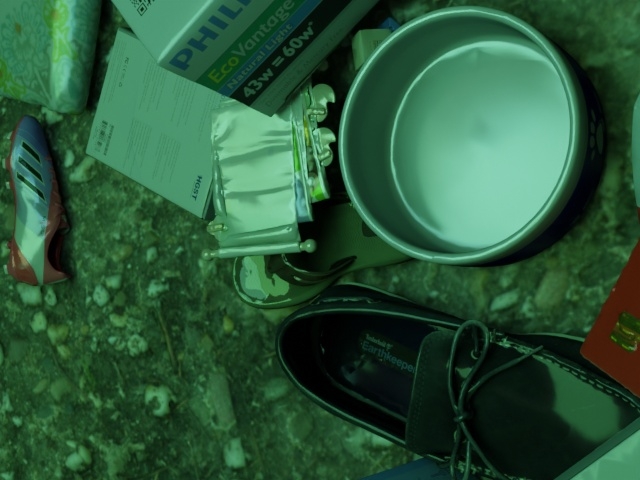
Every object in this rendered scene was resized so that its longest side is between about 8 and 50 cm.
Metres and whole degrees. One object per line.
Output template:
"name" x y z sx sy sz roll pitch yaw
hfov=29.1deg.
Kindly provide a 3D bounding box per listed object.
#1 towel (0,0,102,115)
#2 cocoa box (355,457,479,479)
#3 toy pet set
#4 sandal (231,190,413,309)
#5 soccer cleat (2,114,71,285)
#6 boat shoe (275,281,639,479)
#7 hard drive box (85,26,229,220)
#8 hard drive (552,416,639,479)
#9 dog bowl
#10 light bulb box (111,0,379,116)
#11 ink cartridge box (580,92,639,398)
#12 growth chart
"towel" -0.451 -0.373 1.792 0.374 0.090 0.320 18 107 36
"cocoa box" 0.133 0.429 1.284 0.347 0.231 0.228 45 118 27
"toy pet set" 0.061 -0.221 1.426 0.114 0.065 0.122 153 110 -72
"sandal" 0.001 -0.002 1.455 0.303 0.086 0.120 -23 79 37
"soccer cleat" -0.406 -0.057 1.790 0.095 0.083 0.248 2 89 9
"boat shoe" 0.159 0.166 1.299 0.500 0.156 0.187 19 103 34
"hard drive box" -0.178 -0.152 1.585 0.232 0.089 0.181 29 110 34
"hard drive" 0.349 0.328 1.160 0.307 0.040 0.203 48 117 3
"dog bowl" 0.157 -0.104 1.285 0.265 0.104 0.265 -3 84 29
"light bulb box" -0.085 -0.398 1.352 0.358 0.225 0.361 -44 62 16
"ink cartridge box" 0.359 -0.020 1.039 0.385 0.091 0.308 -66 30 10
"growth chart" -0.060 -0.093 1.433 0.172 0.021 0.237 1 88 23
